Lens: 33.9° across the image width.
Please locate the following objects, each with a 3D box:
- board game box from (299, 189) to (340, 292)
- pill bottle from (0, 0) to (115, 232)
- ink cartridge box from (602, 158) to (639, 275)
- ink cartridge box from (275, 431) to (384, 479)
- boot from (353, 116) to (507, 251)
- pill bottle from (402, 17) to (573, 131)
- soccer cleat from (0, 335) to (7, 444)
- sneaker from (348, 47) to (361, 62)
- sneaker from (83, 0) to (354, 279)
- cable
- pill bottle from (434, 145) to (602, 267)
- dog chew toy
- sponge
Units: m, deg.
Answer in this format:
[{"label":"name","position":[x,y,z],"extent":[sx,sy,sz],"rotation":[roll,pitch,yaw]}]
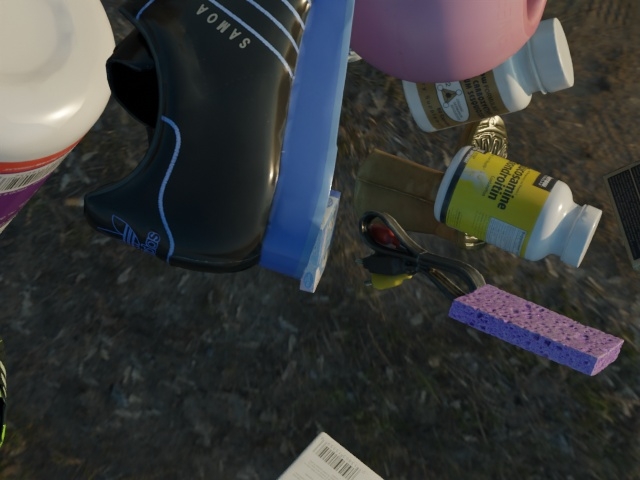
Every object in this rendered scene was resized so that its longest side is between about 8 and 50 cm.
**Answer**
[{"label":"board game box","position":[0.000,0.000,1.239],"extent":[0.020,0.090,0.090],"rotation":[14,125,8]},{"label":"pill bottle","position":[-0.296,-0.086,0.798],"extent":[0.181,0.181,0.323],"rotation":[48,139,-7]},{"label":"ink cartridge box","position":[0.577,0.000,1.758],"extent":[0.088,0.193,0.235],"rotation":[-27,140,26]},{"label":"ink cartridge box","position":[0.033,0.458,1.581],"extent":[0.275,0.060,0.239],"rotation":[37,53,16]},{"label":"boot","position":[0.172,-0.116,1.762],"extent":[0.089,0.270,0.236],"rotation":[0,105,-41]},{"label":"pill bottle","position":[0.246,-0.247,1.546],"extent":[0.229,0.131,0.131],"rotation":[-12,100,23]},{"label":"soccer cleat","position":[-0.420,0.178,1.328],"extent":[0.060,0.072,0.178],"rotation":[-3,80,-31]},{"label":"sneaker","position":[0.036,-0.287,1.357],"extent":[0.316,0.182,0.127],"rotation":[-34,102,-15]},{"label":"sneaker","position":[-0.035,-0.098,0.430],"extent":[0.091,0.081,0.232],"rotation":[10,65,-8]},{"label":"cable","position":[0.155,0.024,1.641],"extent":[0.072,0.287,0.139],"rotation":[-15,106,-41]},{"label":"pill bottle","position":[0.238,-0.037,1.270],"extent":[0.184,0.103,0.103],"rotation":[24,99,16]},{"label":"dog chew toy","position":[0.018,-0.245,0.860],"extent":[0.332,0.207,0.206],"rotation":[13,100,19]},{"label":"sponge","position":[0.286,0.117,1.403],"extent":[0.210,0.117,0.031],"rotation":[23,109,28]}]
